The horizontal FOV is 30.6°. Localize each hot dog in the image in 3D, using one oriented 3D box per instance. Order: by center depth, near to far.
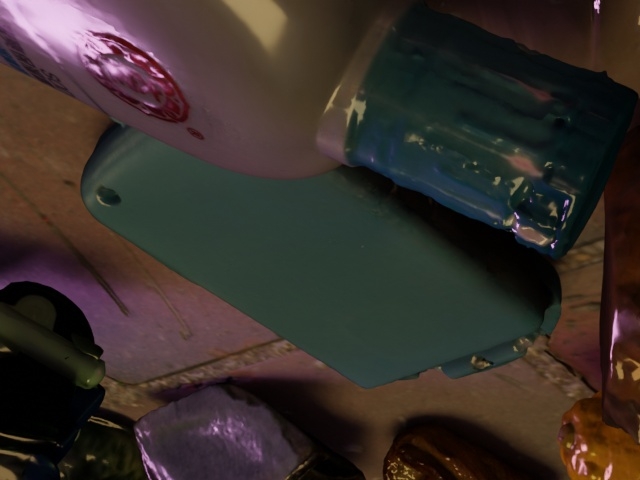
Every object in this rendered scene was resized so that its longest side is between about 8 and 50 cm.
[{"bbox_3d":[0.113,0.190,0.875,0.147,0.065,0.099,32,152,-29],"label":"hot dog"}]

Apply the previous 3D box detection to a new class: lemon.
[{"bbox_3d":[0.218,0.135,0.714,0.155,0.114,0.114,20,146,-7],"label":"lemon"}]

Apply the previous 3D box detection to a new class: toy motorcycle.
[{"bbox_3d":[-0.301,0.070,0.724,0.331,0.196,0.125,21,145,-9],"label":"toy motorcycle"}]

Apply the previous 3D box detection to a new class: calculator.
[{"bbox_3d":[0.000,0.000,0.647,0.293,0.051,0.173,34,142,-27],"label":"calculator"}]

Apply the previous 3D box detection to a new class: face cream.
[{"bbox_3d":[-0.054,-0.090,0.422,0.336,0.080,0.163,26,159,14],"label":"face cream"}]

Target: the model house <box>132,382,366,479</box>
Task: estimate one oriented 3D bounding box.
[{"bbox_3d":[-0.043,0.179,0.901,0.165,0.106,0.152,33,177,41],"label":"model house"}]

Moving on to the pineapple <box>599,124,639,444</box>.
[{"bbox_3d":[0.287,0.011,0.484,0.340,0.169,0.169,-4,143,13],"label":"pineapple"}]

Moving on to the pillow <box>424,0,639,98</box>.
[{"bbox_3d":[0.030,-0.145,0.409,0.173,0.067,0.270,1,145,28],"label":"pillow"}]

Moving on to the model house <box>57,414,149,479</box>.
[{"bbox_3d":[-0.286,0.288,0.983,0.321,0.266,0.261,27,148,-20],"label":"model house"}]
